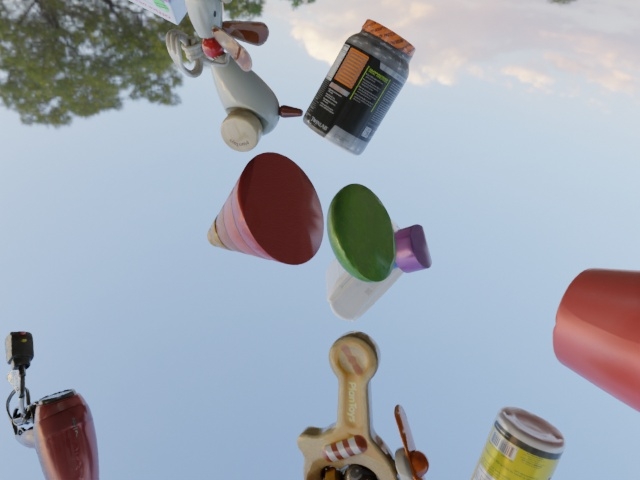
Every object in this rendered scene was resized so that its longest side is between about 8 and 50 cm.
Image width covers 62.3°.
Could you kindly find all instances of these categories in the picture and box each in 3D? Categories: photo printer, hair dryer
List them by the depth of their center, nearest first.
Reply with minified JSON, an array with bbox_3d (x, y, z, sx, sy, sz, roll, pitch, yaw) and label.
[{"bbox_3d":[-0.405,0.296,0.811,0.080,0.224,0.293,-14,-130,-39],"label":"hair dryer"},{"bbox_3d":[0.122,0.058,1.410,0.107,0.256,0.307,40,-171,-9],"label":"photo printer"}]

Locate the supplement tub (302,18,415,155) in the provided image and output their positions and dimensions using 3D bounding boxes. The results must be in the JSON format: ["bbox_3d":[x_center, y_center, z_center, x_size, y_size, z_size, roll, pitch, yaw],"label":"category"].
[{"bbox_3d":[0.105,-0.404,1.411,0.193,0.316,0.193,30,-164,-9],"label":"supplement tub"}]

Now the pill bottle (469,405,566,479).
[{"bbox_3d":[0.330,0.410,0.922,0.119,0.208,0.119,17,-169,-4],"label":"pill bottle"}]

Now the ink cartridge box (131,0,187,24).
[{"bbox_3d":[-0.459,-0.794,1.478,0.198,0.270,0.197,28,-101,3],"label":"ink cartridge box"}]

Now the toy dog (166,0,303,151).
[{"bbox_3d":[-0.141,-0.335,1.045,0.161,0.334,0.220,-8,-126,16],"label":"toy dog"}]

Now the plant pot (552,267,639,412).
[{"bbox_3d":[0.563,0.168,0.913,0.275,0.275,0.243,-20,-156,-33],"label":"plant pot"}]

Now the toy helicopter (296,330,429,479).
[{"bbox_3d":[0.073,0.323,0.869,0.235,0.355,0.140,3,-168,21],"label":"toy helicopter"}]

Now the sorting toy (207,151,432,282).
[{"bbox_3d":[0.000,0.000,0.674,0.365,0.126,0.127,13,-115,-48],"label":"sorting toy"}]
